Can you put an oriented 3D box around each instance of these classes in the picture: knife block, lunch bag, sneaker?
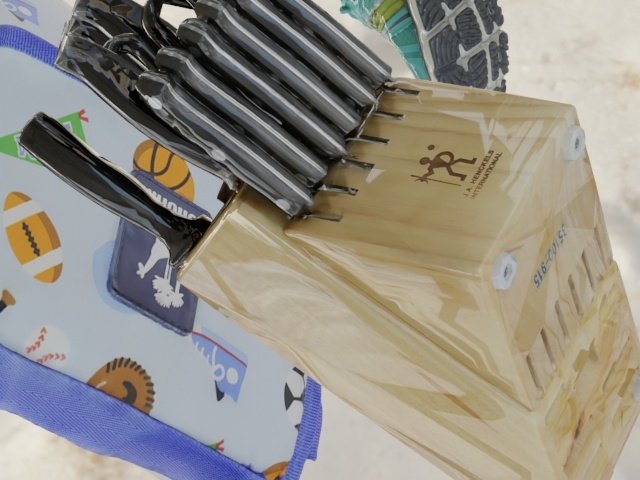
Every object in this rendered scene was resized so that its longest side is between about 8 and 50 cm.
[{"bbox_3d":[0.000,0.000,0.642,0.242,0.275,0.088,13,56,34],"label":"knife block"},{"bbox_3d":[-0.178,-0.011,0.984,0.239,0.328,0.385,-46,38,14],"label":"lunch bag"},{"bbox_3d":[0.074,-0.215,1.294,0.110,0.107,0.275,-24,93,50],"label":"sneaker"}]
